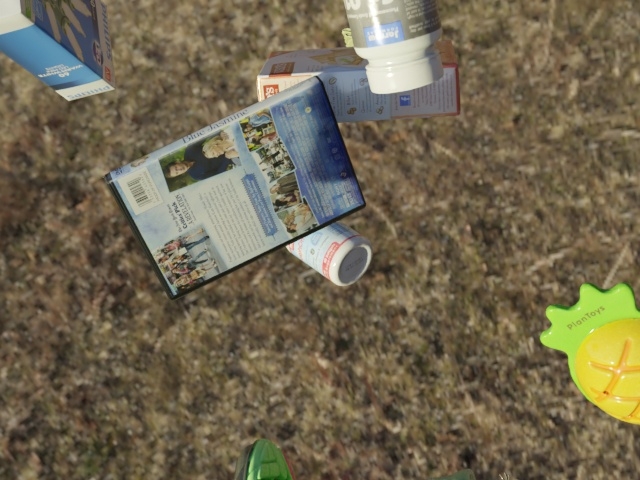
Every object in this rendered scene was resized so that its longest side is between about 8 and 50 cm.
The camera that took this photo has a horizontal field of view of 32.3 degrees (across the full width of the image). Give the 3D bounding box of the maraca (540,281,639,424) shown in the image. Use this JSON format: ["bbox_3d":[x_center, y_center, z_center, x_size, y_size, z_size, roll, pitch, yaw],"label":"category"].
[{"bbox_3d":[0.301,0.112,1.089,0.127,0.186,0.099,-39,20,26],"label":"maraca"}]

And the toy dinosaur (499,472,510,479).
[{"bbox_3d":[0.227,0.345,1.407,0.047,0.090,0.082,-16,17,-19],"label":"toy dinosaur"}]

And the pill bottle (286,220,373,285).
[{"bbox_3d":[0.000,0.000,1.754,0.087,0.087,0.160,-41,51,-21],"label":"pill bottle"}]

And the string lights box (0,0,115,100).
[{"bbox_3d":[-0.358,-0.289,1.421,0.077,0.260,0.133,-12,75,12],"label":"string lights box"}]

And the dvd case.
[{"bbox_3d":[-0.087,-0.054,1.217,0.253,0.180,0.022,-26,38,-5],"label":"dvd case"}]

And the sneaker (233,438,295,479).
[{"bbox_3d":[-0.164,0.533,1.764,0.202,0.185,0.482,-1,54,26],"label":"sneaker"}]

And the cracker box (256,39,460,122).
[{"bbox_3d":[0.047,-0.191,1.331,0.232,0.067,0.155,-4,20,5],"label":"cracker box"}]

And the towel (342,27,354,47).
[{"bbox_3d":[0.094,-0.267,1.707,0.110,0.148,0.027,13,54,23],"label":"towel"}]

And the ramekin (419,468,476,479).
[{"bbox_3d":[0.194,0.538,1.830,0.148,0.303,0.303,-8,42,11],"label":"ramekin"}]

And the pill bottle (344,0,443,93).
[{"bbox_3d":[0.060,-0.199,0.938,0.078,0.137,0.078,-13,16,4],"label":"pill bottle"}]
